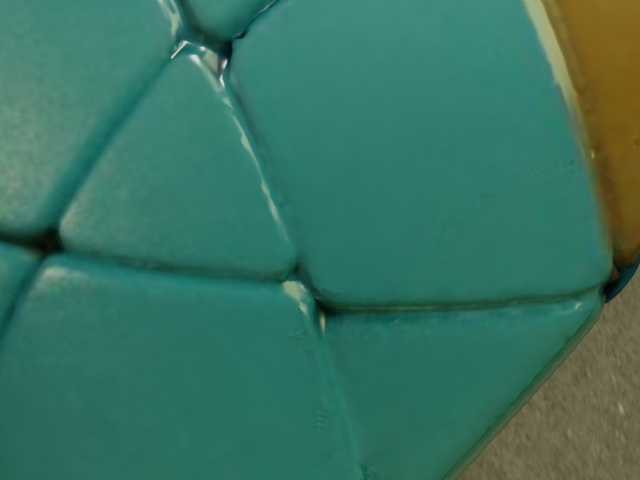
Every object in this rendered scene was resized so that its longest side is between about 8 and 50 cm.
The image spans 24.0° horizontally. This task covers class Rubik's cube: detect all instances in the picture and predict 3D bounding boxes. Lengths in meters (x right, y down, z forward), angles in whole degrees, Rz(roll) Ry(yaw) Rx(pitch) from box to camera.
[{"bbox_3d":[0.000,0.000,0.371,0.254,0.254,0.254,35,45,-44],"label":"Rubik's cube"}]
